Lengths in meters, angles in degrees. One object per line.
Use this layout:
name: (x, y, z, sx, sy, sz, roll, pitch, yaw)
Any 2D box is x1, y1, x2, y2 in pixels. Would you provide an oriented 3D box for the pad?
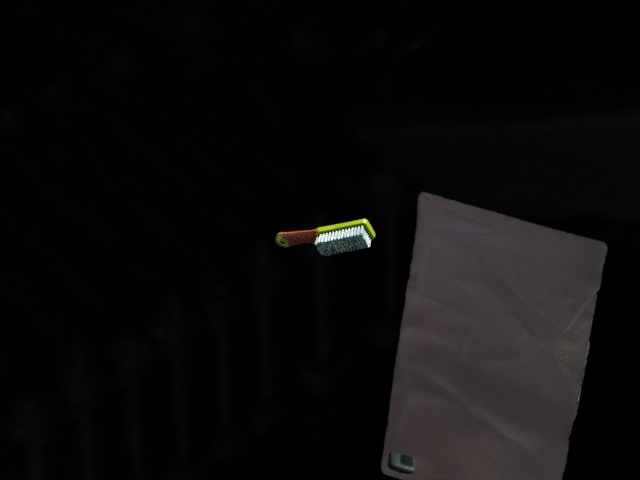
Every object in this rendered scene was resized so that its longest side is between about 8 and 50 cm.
pad: (0.097, 0.070, 1.113, 0.113, 0.006, 0.188, 17, -63, 21)

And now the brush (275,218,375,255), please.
brush: (0.000, 0.000, 1.450, 0.083, 0.021, 0.019, -6, -47, 31)
